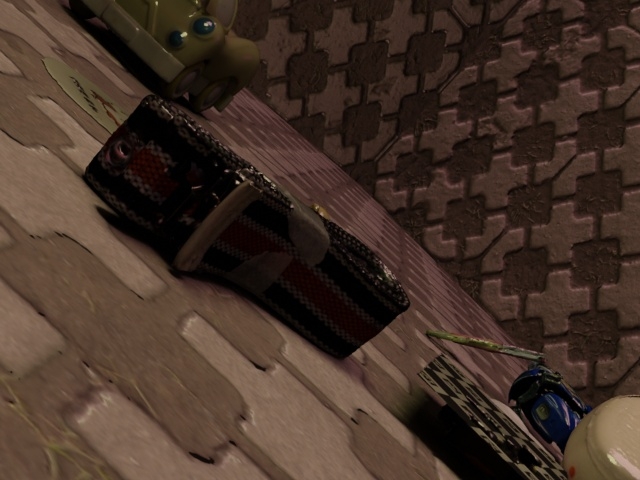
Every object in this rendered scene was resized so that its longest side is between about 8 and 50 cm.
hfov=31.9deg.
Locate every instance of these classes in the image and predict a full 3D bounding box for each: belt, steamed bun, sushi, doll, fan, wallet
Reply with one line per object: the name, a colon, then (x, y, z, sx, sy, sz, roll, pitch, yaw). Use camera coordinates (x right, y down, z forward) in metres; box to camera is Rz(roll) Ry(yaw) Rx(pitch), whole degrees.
belt: (-0.044, 0.001, 0.936, 0.126, 0.094, 0.359, 46, 6, 39)
steamed bun: (0.395, 0.299, 1.429, 0.177, 0.131, 0.228, 43, 35, 22)
sushi: (0.165, 0.202, 1.119, 0.192, 0.043, 0.279, 44, 6, 9)
doll: (0.008, -0.005, 1.531, 0.093, 0.051, 0.061, 45, -1, 5)
fan: (-0.175, -0.102, 1.219, 0.329, 0.009, 0.191, 37, 8, -43)
wallet: (0.242, 0.244, 1.401, 0.124, 0.032, 0.183, 47, 6, 18)

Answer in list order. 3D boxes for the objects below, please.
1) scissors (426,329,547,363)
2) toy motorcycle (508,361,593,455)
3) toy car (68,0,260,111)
scissors: (0.262, 0.164, 1.756, 0.187, 0.020, 0.133, 12, -1, 14)
toy motorcycle: (0.365, 0.278, 1.629, 0.169, 0.113, 0.315, 25, 24, -38)
toy car: (-0.214, -0.359, 1.747, 0.242, 0.226, 0.336, 43, 7, 8)
